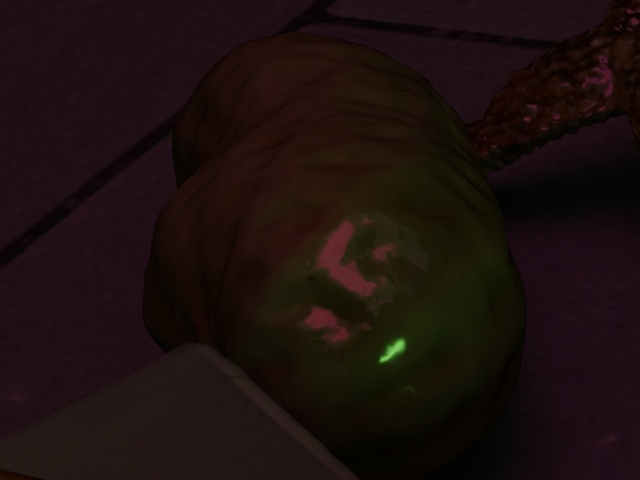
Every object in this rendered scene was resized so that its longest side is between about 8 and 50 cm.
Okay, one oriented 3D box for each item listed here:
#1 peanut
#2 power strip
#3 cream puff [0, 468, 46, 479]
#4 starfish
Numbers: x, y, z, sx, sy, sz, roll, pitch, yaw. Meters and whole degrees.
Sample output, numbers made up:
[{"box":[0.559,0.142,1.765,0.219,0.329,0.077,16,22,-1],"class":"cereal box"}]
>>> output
[{"box":[0.000,0.000,0.940,0.192,0.169,0.387,-27,25,7],"class":"peanut"},{"box":[-0.039,0.164,0.712,0.139,0.140,0.224,-25,33,-21],"class":"power strip"},{"box":[-0.164,0.237,0.540,0.343,0.231,0.327,-44,47,-17],"class":"cream puff"},{"box":[0.247,-0.076,1.019,0.398,0.132,0.384,-27,38,-15],"class":"starfish"}]
